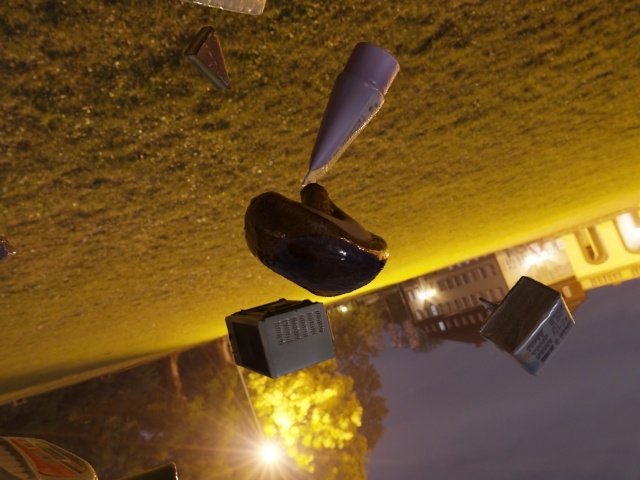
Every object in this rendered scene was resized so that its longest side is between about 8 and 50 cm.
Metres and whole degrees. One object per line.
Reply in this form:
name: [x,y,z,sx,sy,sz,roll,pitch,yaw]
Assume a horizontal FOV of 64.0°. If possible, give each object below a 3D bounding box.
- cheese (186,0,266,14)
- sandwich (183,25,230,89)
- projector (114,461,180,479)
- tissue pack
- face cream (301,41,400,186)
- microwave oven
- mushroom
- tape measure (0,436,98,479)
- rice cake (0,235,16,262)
cheese: [-0.286,-0.616,1.183,0.243,0.123,0.266,22,-156,21]
sandwich: [-0.328,-0.568,1.605,0.079,0.113,0.163,16,163,42]
projector: [-0.210,0.366,0.401,0.250,0.248,0.248,-10,-156,-19]
tissue pack: [0.436,0.176,1.117,0.159,0.145,0.229,-53,141,1]
face cream: [0.040,-0.212,0.921,0.273,0.096,0.154,-61,-179,2]
microwave oven: [-0.096,0.219,1.211,0.194,0.145,0.241,-16,-178,-28]
mushroom: [-0.008,0.012,0.740,0.232,0.194,0.138,17,115,-46]
tape measure: [-0.551,0.458,0.940,0.259,0.130,0.265,12,163,28]
rice cake: [-0.728,0.092,0.985,0.298,0.050,0.106,-39,-163,-11]
